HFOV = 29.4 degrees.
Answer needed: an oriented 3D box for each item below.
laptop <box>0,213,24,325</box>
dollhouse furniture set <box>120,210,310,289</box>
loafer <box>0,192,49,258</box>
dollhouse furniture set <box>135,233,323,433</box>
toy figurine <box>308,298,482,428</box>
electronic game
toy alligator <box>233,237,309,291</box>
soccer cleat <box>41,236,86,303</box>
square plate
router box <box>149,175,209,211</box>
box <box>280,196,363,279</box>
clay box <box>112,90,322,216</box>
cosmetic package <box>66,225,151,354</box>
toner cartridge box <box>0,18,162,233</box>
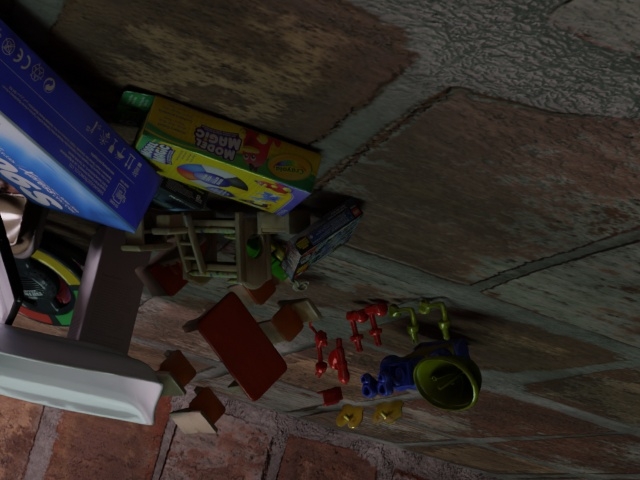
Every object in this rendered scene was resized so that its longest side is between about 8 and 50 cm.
[{"bbox_3d":[-0.559,-0.058,1.560,0.236,0.407,0.382,-16,175,-19],"label":"laptop"},{"bbox_3d":[-0.132,0.015,1.538,0.182,0.101,0.161,1,-176,42],"label":"dollhouse furniture set"},{"bbox_3d":[-0.494,-0.026,1.852,0.087,0.094,0.251,21,164,-36],"label":"loafer"},{"bbox_3d":[-0.144,0.113,1.770,0.135,0.262,0.259,-11,119,54],"label":"dollhouse furniture set"},{"bbox_3d":[0.175,0.177,1.976,0.217,0.191,0.362,-12,177,-39],"label":"toy figurine"},{"bbox_3d":[-0.480,0.067,2.034,0.229,0.048,0.229,14,142,11],"label":"electronic game"},{"bbox_3d":[-0.076,0.025,1.736,0.051,0.056,0.190,55,-170,32],"label":"toy alligator"},{"bbox_3d":[-0.461,0.084,2.159,0.109,0.116,0.318,11,160,20],"label":"soccer cleat"},{"bbox_3d":[-0.391,0.178,1.696,0.347,0.049,0.344,13,161,-6],"label":"square plate"},{"bbox_3d":[-0.212,-0.075,1.520,0.092,0.038,0.122,-1,158,45],"label":"router box"},{"bbox_3d":[0.000,0.000,1.495,0.027,0.094,0.137,54,167,8],"label":"box"},{"bbox_3d":[-0.123,-0.094,1.341,0.222,0.053,0.127,18,165,-12],"label":"clay box"},{"bbox_3d":[-0.328,0.098,1.876,0.086,0.231,0.117,18,164,-19],"label":"cosmetic package"},{"bbox_3d":[-0.321,-0.131,1.251,0.165,0.075,0.348,14,160,31],"label":"toner cartridge box"}]
